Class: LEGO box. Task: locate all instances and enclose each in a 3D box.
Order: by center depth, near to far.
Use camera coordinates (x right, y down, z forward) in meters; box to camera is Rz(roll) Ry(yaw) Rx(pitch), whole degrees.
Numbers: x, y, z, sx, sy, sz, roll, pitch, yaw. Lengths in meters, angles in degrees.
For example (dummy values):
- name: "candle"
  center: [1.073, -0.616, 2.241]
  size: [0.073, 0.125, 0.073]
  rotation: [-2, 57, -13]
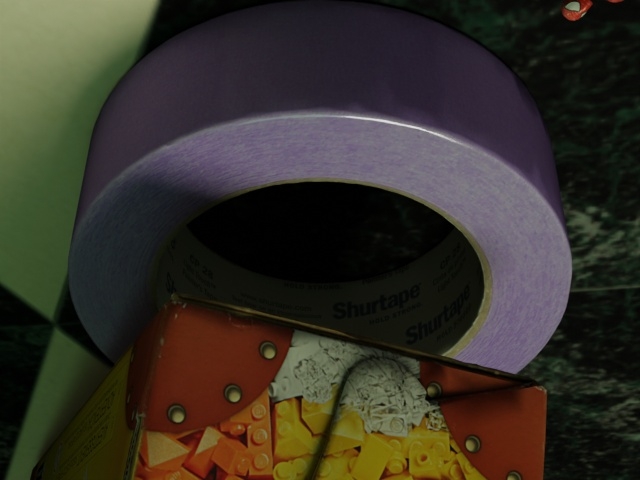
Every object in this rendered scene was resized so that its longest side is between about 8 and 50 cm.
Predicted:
- name: "LEGO box"
  center: [-0.085, 0.289, 0.662]
  size: [0.193, 0.373, 0.500]
  rotation: [14, 157, -16]

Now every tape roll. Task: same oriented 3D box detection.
- name: "tape roll"
  center: [0.000, 0.000, 0.654]
  size: [0.274, 0.090, 0.275]
  rotation: [0, 139, 0]

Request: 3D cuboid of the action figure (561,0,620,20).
- name: "action figure"
  center: [0.162, -0.140, 0.542]
  size: [0.038, 0.030, 0.115]
  rotation: [29, 133, -35]
